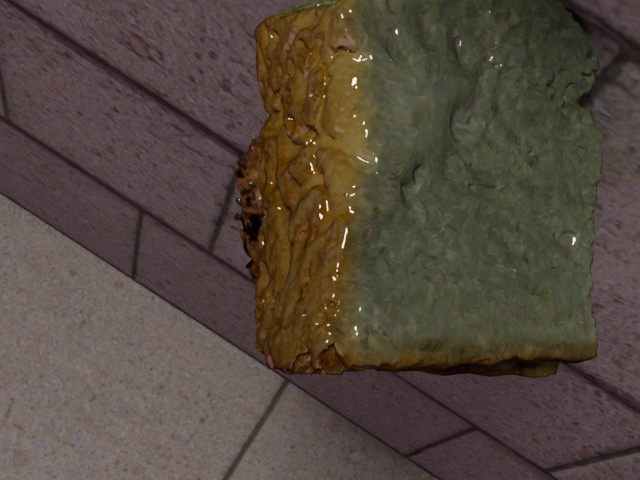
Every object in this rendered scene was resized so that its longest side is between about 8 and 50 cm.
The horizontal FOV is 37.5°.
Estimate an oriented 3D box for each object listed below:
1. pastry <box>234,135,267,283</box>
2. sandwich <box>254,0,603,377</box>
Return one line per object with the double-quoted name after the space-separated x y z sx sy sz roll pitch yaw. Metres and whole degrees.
0.000 0.000 1.039 0.275 0.192 0.275 26 157 12 "pastry"
0.086 -0.061 0.701 0.262 0.325 0.131 5 173 -32 "sandwich"
